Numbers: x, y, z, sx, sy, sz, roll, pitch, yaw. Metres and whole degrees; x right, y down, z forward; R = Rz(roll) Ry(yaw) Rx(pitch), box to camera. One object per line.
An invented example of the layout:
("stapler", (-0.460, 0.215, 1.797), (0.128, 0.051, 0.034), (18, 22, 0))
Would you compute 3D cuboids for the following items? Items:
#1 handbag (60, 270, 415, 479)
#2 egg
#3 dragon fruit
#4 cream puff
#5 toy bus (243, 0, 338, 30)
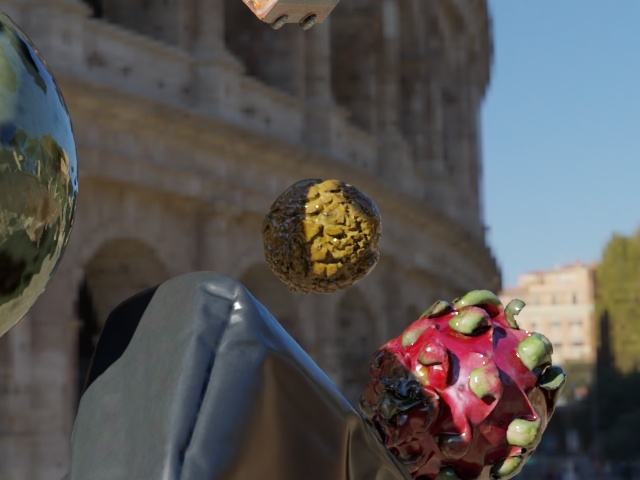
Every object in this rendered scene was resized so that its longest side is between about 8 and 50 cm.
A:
("handbag", (-0.068, 0.214, 1.214), (0.178, 0.275, 0.302), (-16, -51, 31))
("egg", (-0.324, -0.059, 1.249), (0.288, 0.287, 0.379), (-1, 27, -5))
("dragon fruit", (0.130, 0.158, 1.652), (0.198, 0.218, 0.273), (8, -15, -10))
("cream puff", (0.000, 0.000, 2.079), (0.150, 0.165, 0.115), (34, 32, 0))
("toy bus", (-0.040, -0.340, 2.333), (0.077, 0.065, 0.192), (-45, -14, 25))
